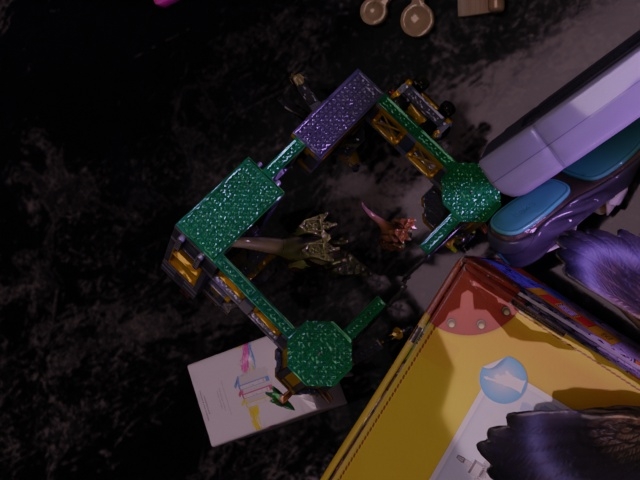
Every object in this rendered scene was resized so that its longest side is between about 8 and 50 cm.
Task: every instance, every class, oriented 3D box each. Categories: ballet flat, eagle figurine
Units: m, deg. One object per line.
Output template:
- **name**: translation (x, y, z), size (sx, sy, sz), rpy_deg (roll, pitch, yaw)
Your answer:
- **ballet flat**: translation (0.242, -0.042, 1.118), size (0.203, 0.074, 0.074), rpy_deg (-37, 74, -16)
- **eagle figurine**: translation (0.298, 0.120, 0.864), size (0.298, 0.226, 0.225), rpy_deg (10, 120, 44)

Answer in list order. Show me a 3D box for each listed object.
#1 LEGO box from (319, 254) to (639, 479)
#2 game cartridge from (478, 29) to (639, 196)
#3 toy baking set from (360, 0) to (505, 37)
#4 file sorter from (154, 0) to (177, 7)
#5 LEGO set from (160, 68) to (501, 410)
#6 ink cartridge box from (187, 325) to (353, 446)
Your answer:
- **LEGO box**: translation (0.170, 0.322, 1.074), size (0.372, 0.193, 0.500), rpy_deg (34, 100, 18)
- **game cartridge**: translation (0.275, -0.145, 1.047), size (0.294, 0.196, 0.060), rpy_deg (-37, 88, 17)
- **toy baking set**: translation (0.099, -0.330, 1.210), size (0.197, 0.030, 0.256), rpy_deg (-28, 79, 18)
- **file sorter**: translation (-0.167, -0.436, 1.235), size (0.202, 0.182, 0.290), rpy_deg (-21, 81, 19)
- **LEGO set**: translation (0.000, 0.000, 1.158), size (0.255, 0.192, 0.331), rpy_deg (37, 71, -1)
- **ink cartridge box**: translation (-0.046, 0.147, 1.218), size (0.143, 0.092, 0.090), rpy_deg (-22, 80, 18)
